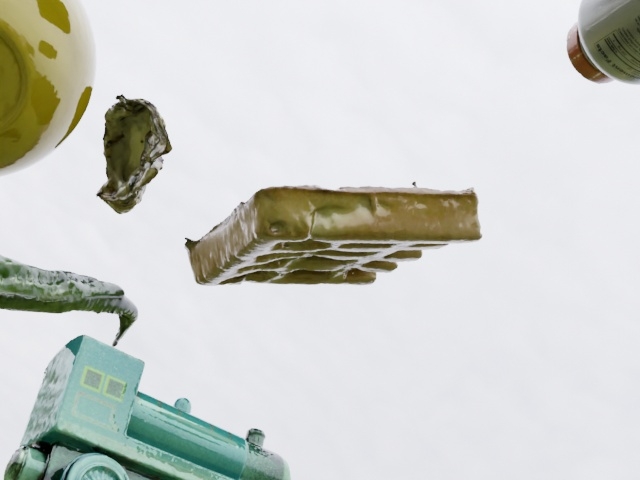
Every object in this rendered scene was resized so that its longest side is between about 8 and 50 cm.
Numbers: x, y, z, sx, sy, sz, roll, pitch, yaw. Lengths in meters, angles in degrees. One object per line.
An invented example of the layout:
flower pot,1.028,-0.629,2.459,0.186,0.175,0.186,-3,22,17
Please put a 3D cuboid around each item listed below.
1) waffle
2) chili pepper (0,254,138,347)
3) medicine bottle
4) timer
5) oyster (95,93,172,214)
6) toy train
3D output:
waffle,0.000,-0.001,1.314,0.304,0.077,0.348,-1,-13,-23
chili pepper,-0.351,0.066,1.214,0.076,0.085,0.359,9,-11,41
medicine bottle,0.428,-0.292,1.233,0.157,0.157,0.288,31,-21,-11
timer,-0.487,-0.266,1.363,0.376,0.376,0.387,45,1,-26
oyster,-0.285,-0.144,1.583,0.094,0.166,0.294,-7,-4,-31
toy train,-0.158,0.232,0.985,0.298,0.194,0.120,29,-41,-25
